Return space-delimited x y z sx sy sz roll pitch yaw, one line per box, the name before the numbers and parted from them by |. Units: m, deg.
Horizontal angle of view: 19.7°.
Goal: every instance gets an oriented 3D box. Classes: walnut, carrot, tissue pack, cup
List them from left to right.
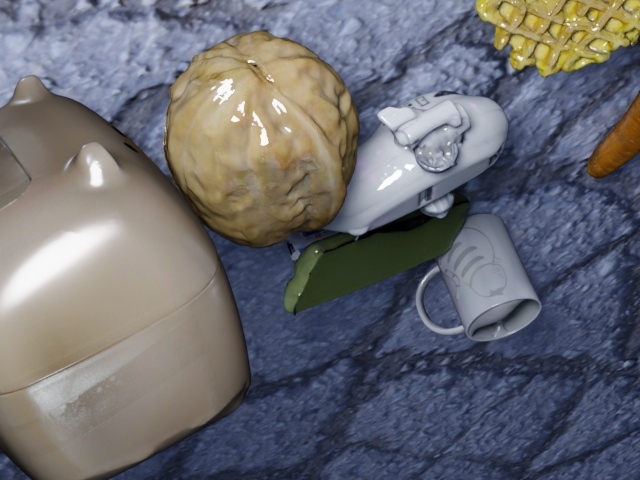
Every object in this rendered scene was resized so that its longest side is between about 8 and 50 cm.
tissue pack | -0.243 0.028 1.684 0.267 0.387 0.277 -30 116 -9
walnut | -0.056 -0.096 1.806 0.198 0.198 0.245 -17 143 -7
cup | 0.186 0.051 2.266 0.136 0.133 0.099 -16 152 -9
carrot | 0.370 -0.132 2.166 0.061 0.061 0.209 -4 152 -28

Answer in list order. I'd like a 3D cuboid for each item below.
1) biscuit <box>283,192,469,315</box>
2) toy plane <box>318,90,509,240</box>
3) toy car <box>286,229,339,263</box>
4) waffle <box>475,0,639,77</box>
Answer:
biscuit | 0.069 0.007 2.105 0.322 0.038 0.099 -21 144 -51
toy plane | 0.084 -0.084 1.978 0.252 0.118 0.252 -24 163 -8
toy car | 0.000 0.000 2.123 0.080 0.070 0.170 -22 151 0
waffle | 0.258 -0.249 1.862 0.194 0.051 0.149 -24 118 19
